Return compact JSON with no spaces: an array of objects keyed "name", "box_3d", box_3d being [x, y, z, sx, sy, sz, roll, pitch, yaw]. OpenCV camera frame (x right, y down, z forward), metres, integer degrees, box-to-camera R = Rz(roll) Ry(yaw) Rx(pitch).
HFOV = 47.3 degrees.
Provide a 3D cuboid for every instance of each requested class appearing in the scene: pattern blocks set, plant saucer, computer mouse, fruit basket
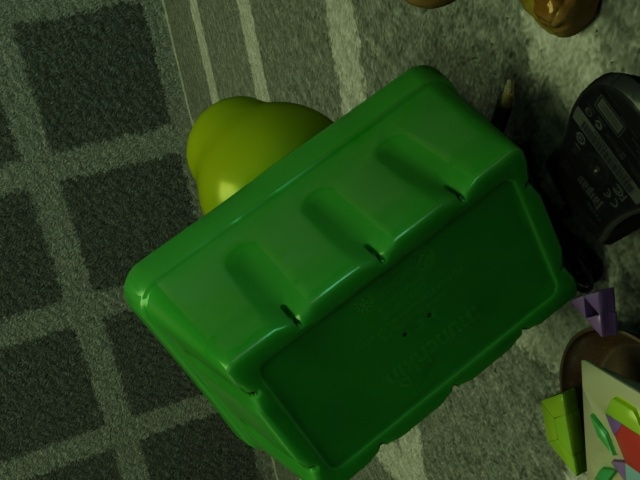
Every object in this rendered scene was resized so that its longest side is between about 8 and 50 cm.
[{"name":"pattern blocks set","box_3d":[0.275,0.197,0.603,0.285,0.026,0.325,-179,73,-73]},{"name":"plant saucer","box_3d":[0.287,0.165,0.640,0.198,0.036,0.198,163,90,-74]},{"name":"computer mouse","box_3d":[0.216,-0.081,0.603,0.184,0.060,0.262,61,171,24]},{"name":"fruit basket","box_3d":[0.000,0.000,0.728,0.283,0.392,0.392,58,172,-29]}]

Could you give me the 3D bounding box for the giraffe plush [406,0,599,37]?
[{"name":"giraffe plush","box_3d":[0.110,-0.248,0.577,0.210,0.170,0.181,-129,28,-52]}]
